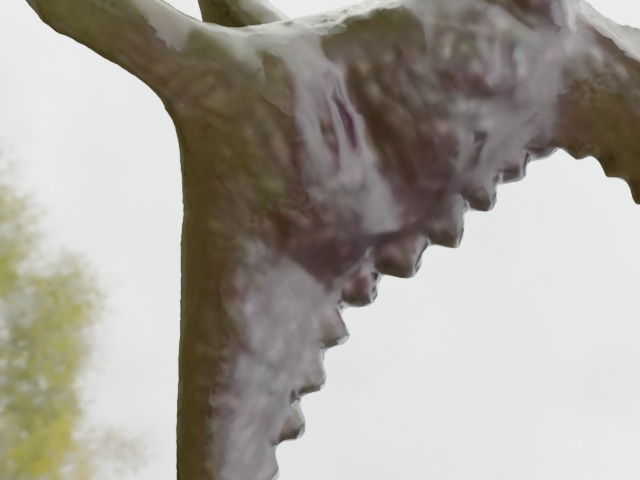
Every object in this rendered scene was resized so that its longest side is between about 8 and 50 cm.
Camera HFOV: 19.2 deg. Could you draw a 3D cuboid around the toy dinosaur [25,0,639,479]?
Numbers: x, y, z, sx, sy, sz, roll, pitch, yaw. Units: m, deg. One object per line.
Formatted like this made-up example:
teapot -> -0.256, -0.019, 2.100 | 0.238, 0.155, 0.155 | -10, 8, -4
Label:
toy dinosaur -> 0.001, -0.002, 0.425 | 0.200, 0.251, 0.072 | 49, -20, 7
